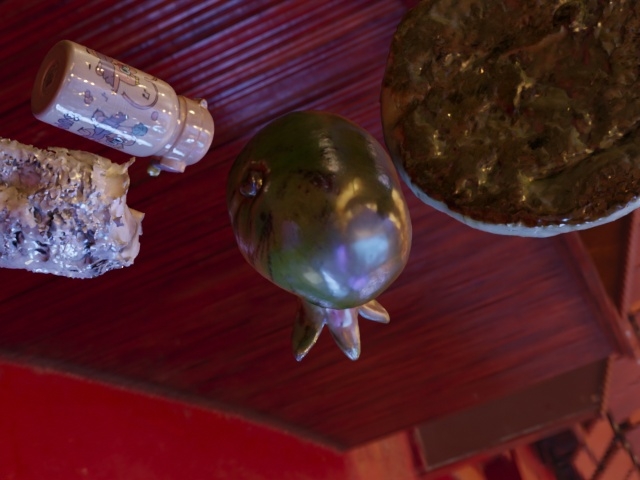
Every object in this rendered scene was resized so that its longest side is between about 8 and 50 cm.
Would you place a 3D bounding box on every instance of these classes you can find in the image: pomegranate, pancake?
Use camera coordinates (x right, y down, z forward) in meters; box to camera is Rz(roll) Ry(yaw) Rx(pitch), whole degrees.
[{"bbox_3d":[0.000,0.000,0.816,0.191,0.131,0.152,86,-8,-45],"label":"pomegranate"},{"bbox_3d":[0.150,-0.112,0.731,0.037,0.253,0.254,41,30,-52],"label":"pancake"}]

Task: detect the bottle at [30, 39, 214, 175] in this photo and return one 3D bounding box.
[{"bbox_3d":[-0.225,-0.145,1.252,0.209,0.097,0.110,21,87,-35],"label":"bottle"}]

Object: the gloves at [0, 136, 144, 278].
[{"bbox_3d":[-0.203,-0.021,0.745,0.114,0.153,0.070,90,9,-58],"label":"gloves"}]
